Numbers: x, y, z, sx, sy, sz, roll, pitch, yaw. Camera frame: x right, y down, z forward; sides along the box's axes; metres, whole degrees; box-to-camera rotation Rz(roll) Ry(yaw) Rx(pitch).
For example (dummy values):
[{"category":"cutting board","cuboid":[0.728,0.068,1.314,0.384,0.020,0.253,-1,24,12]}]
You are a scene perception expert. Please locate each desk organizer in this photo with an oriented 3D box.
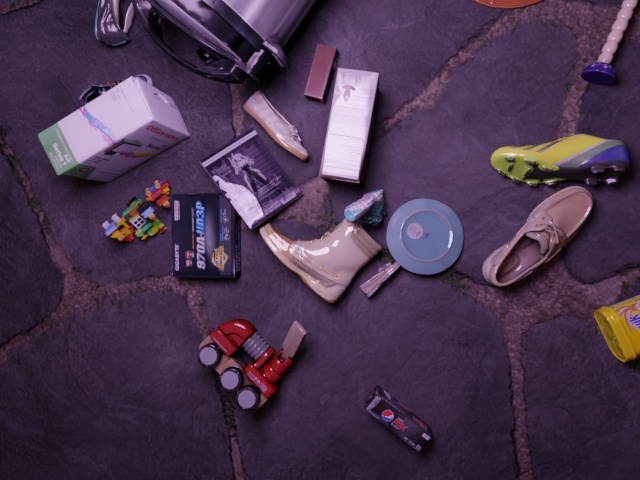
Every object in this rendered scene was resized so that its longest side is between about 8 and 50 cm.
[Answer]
[{"category":"desk organizer","cuboid":[0.003,-0.414,1.093,0.050,0.047,0.130,17,95,11]}]

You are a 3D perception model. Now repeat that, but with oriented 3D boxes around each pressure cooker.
[{"category":"pressure cooker","cuboid":[-0.199,-0.569,0.963,0.420,0.375,0.370,-52,41,8]}]

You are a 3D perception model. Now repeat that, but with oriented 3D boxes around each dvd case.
[{"category":"dvd case","cuboid":[-0.176,-0.159,1.119,0.164,0.018,0.221,-36,87,-12]}]

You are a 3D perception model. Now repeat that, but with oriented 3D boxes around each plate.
[{"category":"plate","cuboid":[0.255,-0.011,1.060,0.188,0.024,0.188,0,84,1]}]

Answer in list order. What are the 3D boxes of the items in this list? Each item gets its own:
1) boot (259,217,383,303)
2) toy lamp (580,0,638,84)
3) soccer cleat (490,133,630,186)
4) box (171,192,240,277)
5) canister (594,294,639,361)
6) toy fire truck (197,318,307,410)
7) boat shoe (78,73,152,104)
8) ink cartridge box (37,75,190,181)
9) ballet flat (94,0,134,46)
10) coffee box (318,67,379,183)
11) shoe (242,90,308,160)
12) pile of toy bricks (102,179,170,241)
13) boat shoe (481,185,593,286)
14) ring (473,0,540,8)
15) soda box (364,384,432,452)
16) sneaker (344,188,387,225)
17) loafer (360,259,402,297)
[{"category":"boot","cuboid":[0.000,0.000,1.083,0.262,0.095,0.203,42,98,4]},{"category":"toy lamp","cuboid":[0.669,-0.491,0.966,0.080,0.080,0.274,20,95,8]},{"category":"soccer cleat","cuboid":[0.543,-0.193,1.007,0.289,0.093,0.121,5,63,13]},{"category":"box","cuboid":[-0.300,-0.014,1.153,0.175,0.051,0.220,1,92,9]},{"category":"canister","cuboid":[0.732,0.182,0.984,0.170,0.073,0.126,-25,88,8]},{"category":"toy fire truck","cuboid":[-0.155,0.270,1.103,0.246,0.158,0.217,-43,85,-4]},{"category":"boat shoe","cuboid":[-0.541,-0.393,1.162,0.183,0.083,0.065,-23,88,9]},{"category":"ink cartridge box","cuboid":[-0.504,-0.266,1.101,0.278,0.201,0.117,-27,88,9]},{"category":"ballet flat","cuboid":[-0.536,-0.658,1.155,0.096,0.095,0.280,3,103,-1]},{"category":"coffee box","cuboid":[0.071,-0.258,1.041,0.098,0.141,0.246,11,95,8]},{"category":"shoe","cuboid":[-0.104,-0.287,1.099,0.219,0.076,0.058,45,103,7]},{"category":"pile of toy bricks","cuboid":[-0.462,-0.055,1.165,0.212,0.118,0.105,-41,124,-2]},{"category":"boat shoe","cuboid":[0.503,-0.004,1.000,0.302,0.098,0.109,-43,85,8]},{"category":"ring","cuboid":[0.451,-0.713,1.017,0.337,0.032,0.336,0,92,8]},{"category":"soda box","cuboid":[0.191,0.440,1.087,0.169,0.060,0.053,38,99,5]},{"category":"sneaker","cuboid":[0.116,-0.066,1.037,0.065,0.166,0.076,-12,104,39]},{"category":"loafer","cuboid":[0.150,0.087,1.090,0.039,0.045,0.125,45,101,12]}]
